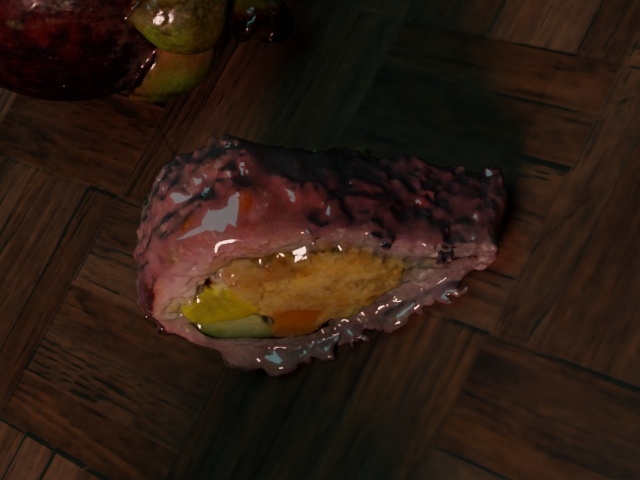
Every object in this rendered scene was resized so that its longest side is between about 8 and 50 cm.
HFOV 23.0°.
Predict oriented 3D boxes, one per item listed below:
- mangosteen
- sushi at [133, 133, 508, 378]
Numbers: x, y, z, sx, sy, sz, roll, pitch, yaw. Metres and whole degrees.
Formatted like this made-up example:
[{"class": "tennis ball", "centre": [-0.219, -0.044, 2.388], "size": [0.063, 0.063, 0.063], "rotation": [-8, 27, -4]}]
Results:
[{"class": "mangosteen", "centre": [-0.180, -0.237, 1.219], "size": [0.300, 0.300, 0.300], "rotation": [-20, 54, 30]}, {"class": "sushi", "centre": [-0.013, -0.008, 1.025], "size": [0.241, 0.161, 0.107], "rotation": [-24, 51, 28]}]
